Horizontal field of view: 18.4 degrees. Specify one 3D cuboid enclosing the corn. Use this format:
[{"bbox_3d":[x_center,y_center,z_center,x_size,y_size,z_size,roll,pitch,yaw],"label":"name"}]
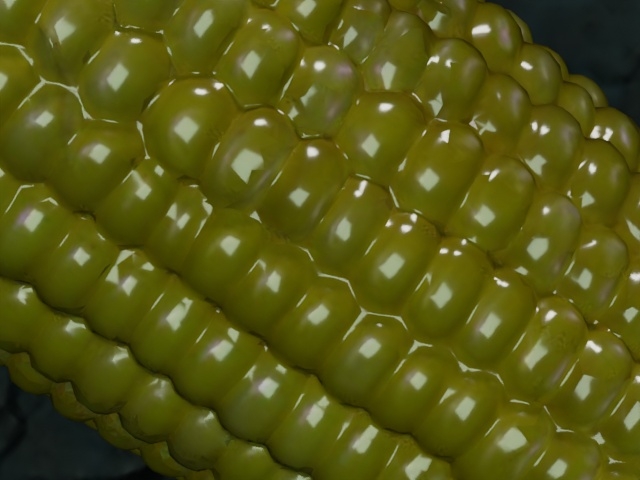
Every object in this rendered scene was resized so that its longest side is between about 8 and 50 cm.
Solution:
[{"bbox_3d":[0.000,0.000,0.419,0.347,0.130,0.130,37,96,-5],"label":"corn"}]
